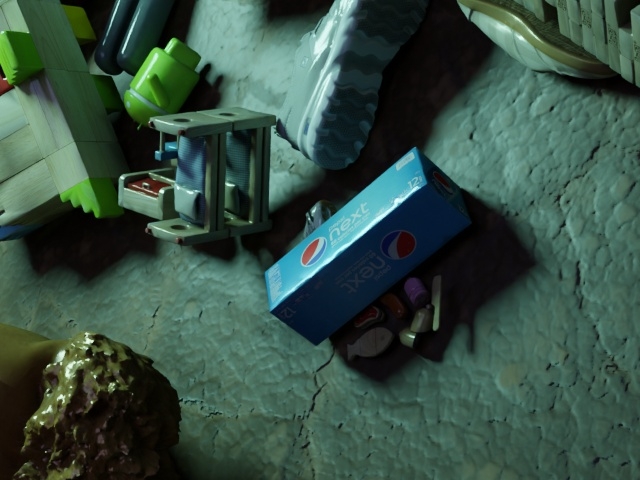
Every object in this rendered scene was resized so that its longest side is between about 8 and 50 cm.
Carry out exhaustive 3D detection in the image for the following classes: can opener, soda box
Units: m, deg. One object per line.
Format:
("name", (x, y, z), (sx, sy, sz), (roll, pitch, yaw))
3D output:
("can opener", (-0.221, -0.347, 1.762), (0.076, 0.095, 0.283), (7, 69, 32))
("soda box", (0.044, 0.008, 1.385), (0.210, 0.071, 0.067), (-39, 32, 21))

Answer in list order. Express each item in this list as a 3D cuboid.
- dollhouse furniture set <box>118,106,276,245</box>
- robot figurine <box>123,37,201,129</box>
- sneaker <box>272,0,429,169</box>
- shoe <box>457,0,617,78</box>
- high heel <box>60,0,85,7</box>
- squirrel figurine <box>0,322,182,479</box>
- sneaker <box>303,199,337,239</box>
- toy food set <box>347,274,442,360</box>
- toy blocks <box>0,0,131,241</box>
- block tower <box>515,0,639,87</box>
("dollhouse furniture set", (-0.159, -0.082, 1.538), (0.184, 0.129, 0.129), (17, 111, 43))
("robot figurine", (-0.191, -0.186, 1.687), (0.115, 0.067, 0.101), (-56, 19, 6))
("sneaker", (0.022, -0.221, 1.494), (0.115, 0.105, 0.281), (23, 87, 44))
("shoe", (0.216, -0.207, 1.363), (0.076, 0.058, 0.219), (-37, 49, -16))
("high heel", (-0.372, -0.243, 1.874), (0.377, 0.127, 0.181), (-44, 77, 11))
("squirrel figurine", (-0.310, 0.285, 1.423), (0.397, 0.281, 0.370), (-3, 65, 35))
("sneaker", (0.000, 0.000, 1.469), (0.037, 0.032, 0.083), (-31, 47, 44))
("toy food set", (0.077, 0.074, 1.374), (0.122, 0.019, 0.078), (-17, 60, 43))
("toy blocks", (-0.411, -0.153, 1.746), (0.261, 0.191, 0.381), (-27, 82, 24))
("block tower", (0.238, -0.255, 1.294), (0.091, 0.097, 0.335), (-34, 49, -15))
